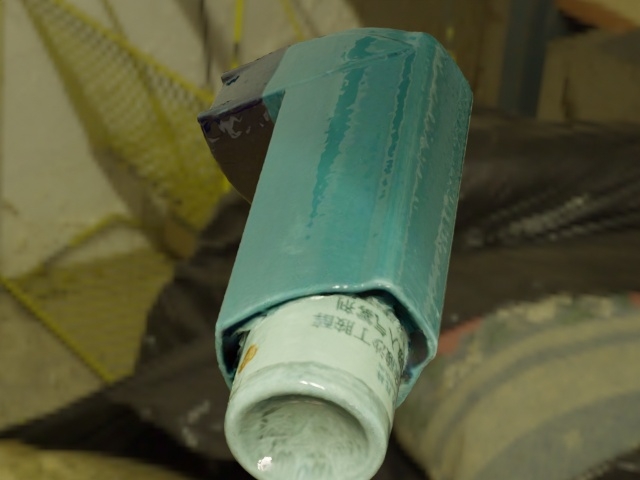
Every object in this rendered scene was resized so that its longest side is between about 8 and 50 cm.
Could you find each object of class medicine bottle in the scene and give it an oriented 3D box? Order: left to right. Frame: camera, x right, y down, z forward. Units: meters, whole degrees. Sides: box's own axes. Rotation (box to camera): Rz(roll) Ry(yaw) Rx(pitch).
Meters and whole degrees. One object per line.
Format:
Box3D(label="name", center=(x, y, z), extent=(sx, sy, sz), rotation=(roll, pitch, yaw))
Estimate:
Box3D(label="medicine bottle", center=(0.000, 0.000, 0.765), extent=(0.124, 0.079, 0.258), rotation=(-22, 32, 24))
